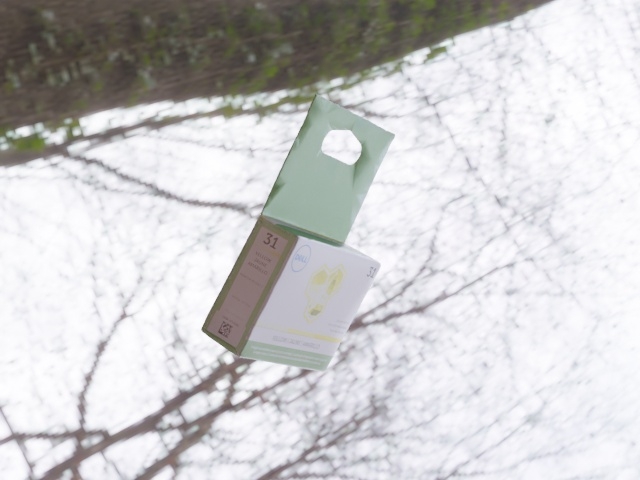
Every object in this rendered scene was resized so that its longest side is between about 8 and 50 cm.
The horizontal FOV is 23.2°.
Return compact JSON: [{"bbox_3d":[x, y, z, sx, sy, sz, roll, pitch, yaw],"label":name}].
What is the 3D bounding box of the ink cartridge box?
[{"bbox_3d":[0.000,0.000,1.425,0.056,0.171,0.235,31,-84,29],"label":"ink cartridge box"}]
